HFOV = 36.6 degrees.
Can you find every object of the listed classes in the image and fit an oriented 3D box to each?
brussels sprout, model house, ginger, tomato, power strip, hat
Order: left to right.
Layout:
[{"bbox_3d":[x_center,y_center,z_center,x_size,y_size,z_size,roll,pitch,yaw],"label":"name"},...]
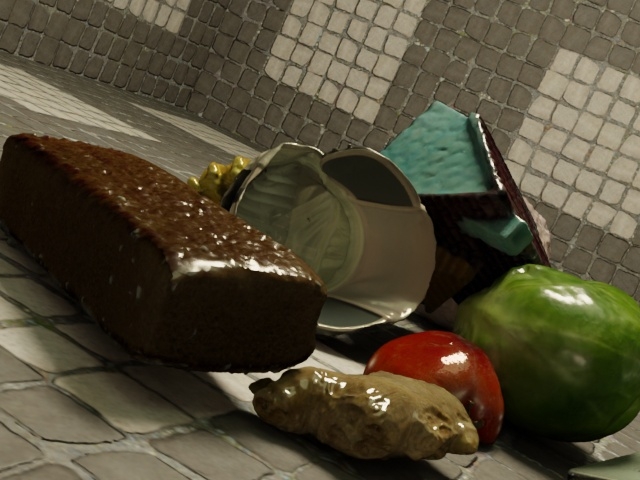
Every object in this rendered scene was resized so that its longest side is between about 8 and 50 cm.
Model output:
[{"bbox_3d":[0.007,0.002,1.200,0.275,0.232,0.161,16,-7,12],"label":"hat"},{"bbox_3d":[0.047,0.148,0.828,0.137,0.074,0.213,8,-9,42],"label":"ginger"},{"bbox_3d":[0.130,0.146,1.038,0.159,0.091,0.139,20,8,-17],"label":"tomato"},{"bbox_3d":[0.198,0.007,1.285,0.280,0.230,0.249,50,-4,-41],"label":"model house"},{"bbox_3d":[0.269,0.133,1.142,0.244,0.244,0.244,24,8,-3],"label":"brussels sprout"},{"bbox_3d":[0.390,0.275,1.004,0.198,0.065,0.213,7,-2,-44],"label":"power strip"}]

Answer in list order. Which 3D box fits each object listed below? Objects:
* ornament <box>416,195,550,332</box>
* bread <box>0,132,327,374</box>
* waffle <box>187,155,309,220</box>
[{"bbox_3d":[0.241,0.024,1.592,0.225,0.259,0.259,27,7,-7],"label":"ornament"},{"bbox_3d":[-0.169,0.003,0.900,0.165,0.113,0.416,5,15,-36],"label":"bread"},{"bbox_3d":[-0.081,-0.039,1.375,0.253,0.056,0.249,2,-31,-17],"label":"waffle"}]
